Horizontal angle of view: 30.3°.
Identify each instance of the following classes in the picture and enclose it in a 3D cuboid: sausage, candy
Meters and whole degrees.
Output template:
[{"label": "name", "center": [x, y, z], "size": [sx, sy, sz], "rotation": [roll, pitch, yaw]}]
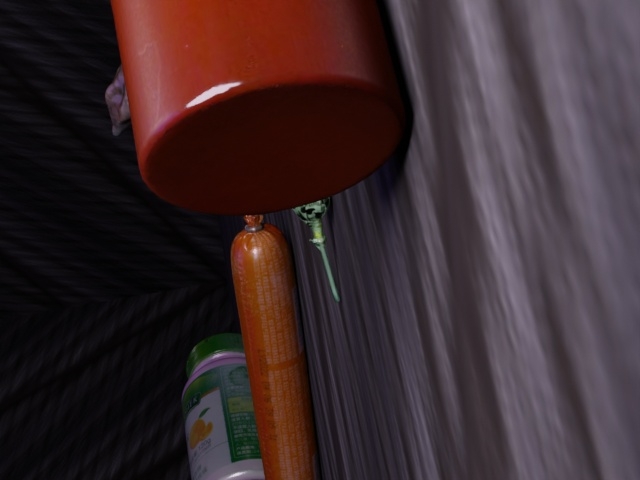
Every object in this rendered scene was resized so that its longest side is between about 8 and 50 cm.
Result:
[{"label": "sausage", "center": [-0.035, 0.132, 1.042], "size": [0.053, 0.053, 0.348], "rotation": [-111, 13, -63]}, {"label": "candy", "center": [0.000, 0.000, 0.680], "size": [0.023, 0.025, 0.083], "rotation": [-46, -47, -41]}]

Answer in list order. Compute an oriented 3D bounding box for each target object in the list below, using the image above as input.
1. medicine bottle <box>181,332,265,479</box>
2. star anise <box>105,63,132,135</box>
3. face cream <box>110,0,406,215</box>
[{"label": "medicine bottle", "center": [-0.105, 0.241, 1.499], "size": [0.274, 0.133, 0.133], "rotation": [-106, 9, -54]}, {"label": "star anise", "center": [-0.077, -0.121, 0.679], "size": [0.218, 0.148, 0.227], "rotation": [37, 178, 9]}, {"label": "face cream", "center": [-0.036, -0.124, 0.443], "size": [0.096, 0.096, 0.214], "rotation": [94, 165, -66]}]
